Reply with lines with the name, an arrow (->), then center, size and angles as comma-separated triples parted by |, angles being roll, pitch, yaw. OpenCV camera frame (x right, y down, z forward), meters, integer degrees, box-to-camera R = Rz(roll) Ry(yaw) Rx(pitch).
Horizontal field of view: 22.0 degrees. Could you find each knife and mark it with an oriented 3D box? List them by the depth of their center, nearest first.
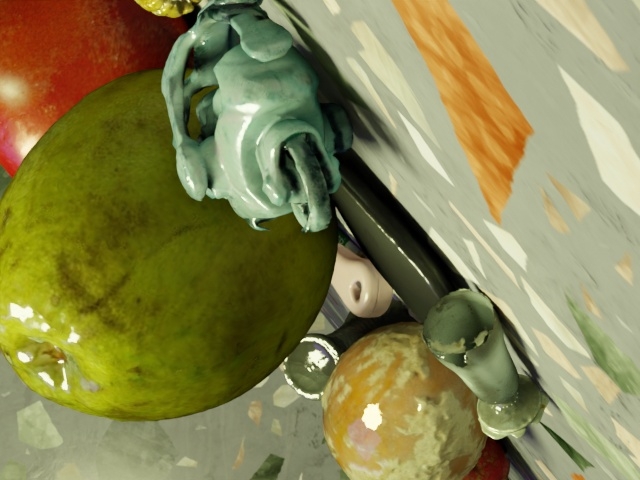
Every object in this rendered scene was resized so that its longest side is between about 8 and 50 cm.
knife -> 0.001, -0.002, 2.088 | 0.336, 0.043, 0.081 | 44, 128, 53

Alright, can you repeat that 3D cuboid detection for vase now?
vase -> 0.037, 0.136, 2.004 | 0.115, 0.115, 0.237 | 51, -161, 11

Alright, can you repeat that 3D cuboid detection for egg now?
egg -> 0.096, 0.186, 1.826 | 0.195, 0.195, 0.233 | 49, 158, 34

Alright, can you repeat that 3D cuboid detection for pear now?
pear -> -0.151, 0.010, 1.652 | 0.352, 0.413, 0.352 | 24, 136, 26

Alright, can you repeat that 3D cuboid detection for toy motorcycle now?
toy motorcycle -> -0.054, -0.107, 1.394 | 0.260, 0.154, 0.206 | -175, 69, -74

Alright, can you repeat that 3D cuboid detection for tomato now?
tomato -> -0.253, -0.171, 1.900 | 0.290, 0.293, 0.325 | 42, 164, 49

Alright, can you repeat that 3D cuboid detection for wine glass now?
wine glass -> 0.150, 0.113, 1.480 | 0.072, 0.072, 0.155 | 48, 175, 42

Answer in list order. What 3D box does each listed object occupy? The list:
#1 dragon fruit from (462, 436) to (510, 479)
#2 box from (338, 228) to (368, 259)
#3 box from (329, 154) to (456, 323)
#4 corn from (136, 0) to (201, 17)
dragon fruit -> 0.153, 0.280, 2.173 | 0.200, 0.198, 0.269 | 40, -173, 12
box -> 0.013, 0.010, 2.159 | 0.041, 0.050, 0.207 | 50, 178, -35
box -> 0.076, 0.014, 1.584 | 0.212, 0.042, 0.201 | 49, 175, 25
corn -> -0.160, -0.264, 1.540 | 0.080, 0.080, 0.238 | 54, 178, -29
